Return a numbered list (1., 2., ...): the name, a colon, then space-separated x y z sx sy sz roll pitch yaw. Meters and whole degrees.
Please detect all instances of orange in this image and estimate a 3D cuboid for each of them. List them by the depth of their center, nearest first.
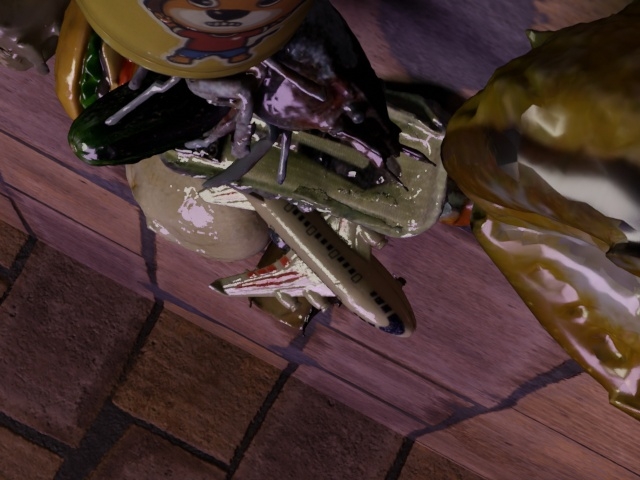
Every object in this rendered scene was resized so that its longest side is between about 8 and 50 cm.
1. orange: 0.224 -0.023 0.752 0.270 0.210 0.369 25 168 21

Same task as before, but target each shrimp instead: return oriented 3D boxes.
1. shrimp: -0.092 -0.176 0.920 0.166 0.221 0.410 -26 109 42

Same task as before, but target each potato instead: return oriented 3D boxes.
1. potato: -0.010 0.012 1.429 0.098 0.138 0.243 26 -171 7

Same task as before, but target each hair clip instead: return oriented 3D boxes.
1. hair clip: -0.007 -0.095 1.160 0.321 0.138 0.091 19 -159 32

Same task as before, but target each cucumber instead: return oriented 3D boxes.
1. cucumber: -0.094 -0.123 1.036 0.074 0.241 0.074 46 153 32

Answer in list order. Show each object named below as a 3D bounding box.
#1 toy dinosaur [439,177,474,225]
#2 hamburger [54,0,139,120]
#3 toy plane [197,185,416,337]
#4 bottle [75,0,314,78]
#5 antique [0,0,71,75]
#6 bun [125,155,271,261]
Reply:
1. toy dinosaur: 0.135 -0.031 1.226 0.212 0.057 0.142 20 175 36
2. hamburger: -0.164 -0.168 1.108 0.115 0.162 0.162 18 165 4
3. toy plane: 0.000 0.000 1.266 0.256 0.242 0.104 40 -155 -3
4. bottle: -0.048 -0.213 0.677 0.171 0.172 0.351 30 166 -7
5. antique: -0.339 -0.260 1.169 0.284 0.125 0.150 27 167 4
6. bun: -0.149 -0.057 1.410 0.222 0.127 0.222 52 166 19
